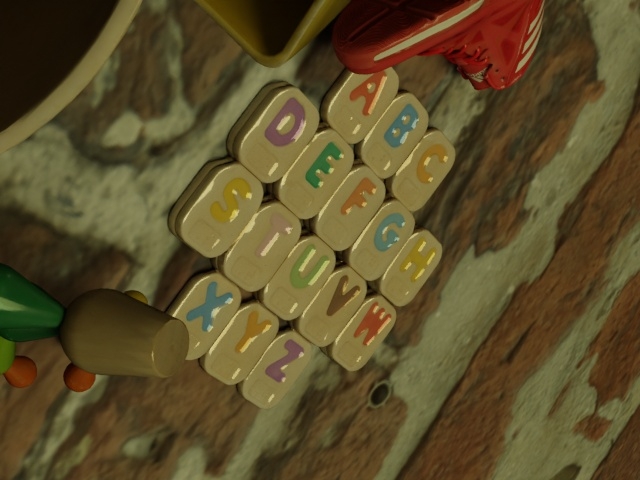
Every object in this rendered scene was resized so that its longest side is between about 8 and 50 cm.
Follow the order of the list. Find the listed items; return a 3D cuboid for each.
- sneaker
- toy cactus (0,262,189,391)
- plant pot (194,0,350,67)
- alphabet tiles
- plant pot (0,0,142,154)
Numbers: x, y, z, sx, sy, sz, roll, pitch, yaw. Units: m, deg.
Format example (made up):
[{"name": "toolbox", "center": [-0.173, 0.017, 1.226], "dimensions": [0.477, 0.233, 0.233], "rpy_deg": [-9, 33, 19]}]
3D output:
[{"name": "sneaker", "center": [0.106, -0.150, 0.906], "dimensions": [0.221, 0.087, 0.128], "rpy_deg": [-33, 132, -25]}, {"name": "toy cactus", "center": [-0.154, 0.039, 0.704], "dimensions": [0.219, 0.181, 0.112], "rpy_deg": [51, 55, -53]}, {"name": "plant pot", "center": [-0.001, -0.256, 0.613], "dimensions": [0.187, 0.212, 0.212], "rpy_deg": [-38, 171, -48]}, {"name": "alphabet tiles", "center": [0.000, 0.000, 0.943], "dimensions": [0.278, 0.021, 0.284], "rpy_deg": [-53, 139, -6]}, {"name": "plant pot", "center": [-0.156, -0.189, 0.433], "dimensions": [0.257, 0.274, 0.256], "rpy_deg": [1, 118, 3]}]
